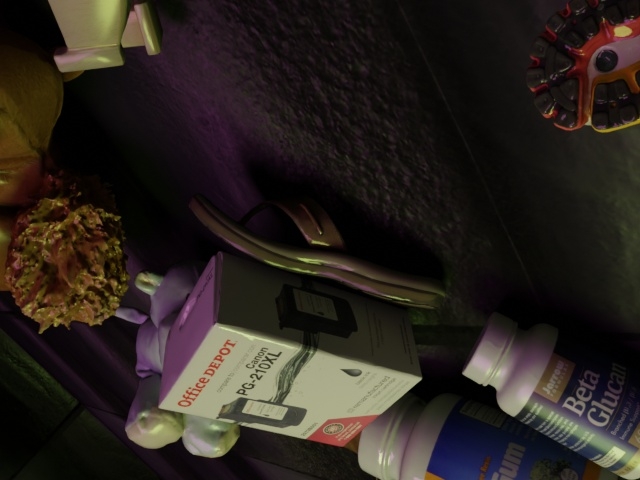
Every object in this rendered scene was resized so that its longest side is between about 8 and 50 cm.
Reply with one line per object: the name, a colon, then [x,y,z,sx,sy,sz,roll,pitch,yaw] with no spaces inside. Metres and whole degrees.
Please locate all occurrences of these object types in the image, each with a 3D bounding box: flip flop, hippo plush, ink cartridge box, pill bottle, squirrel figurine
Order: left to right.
squirrel figurine: [-0.376,-0.074,0.720,0.397,0.281,0.370,43,134,-9]
hippo plush: [-0.162,0.136,0.834,0.237,0.234,0.294,-62,39,38]
ink cartridge box: [-0.038,0.130,0.635,0.237,0.100,0.172,19,130,-22]
flip flop: [0.000,0.000,0.592,0.277,0.080,0.112,18,177,5]
pill bottle: [0.187,0.272,0.670,0.272,0.152,0.152,14,139,30]
pill bottle: [0.225,0.136,0.532,0.169,0.094,0.094,27,144,15]

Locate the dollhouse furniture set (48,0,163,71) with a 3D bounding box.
dollhouse furniture set: [-0.086,-0.211,0.309,0.173,0.303,0.356,-7,139,-3]

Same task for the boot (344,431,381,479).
boot: [0.104,0.320,0.835,0.305,0.115,0.112,4,135,40]

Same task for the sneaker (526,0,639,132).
sneaker: [0.217,-0.120,0.269,0.225,0.092,0.088,-17,88,34]
